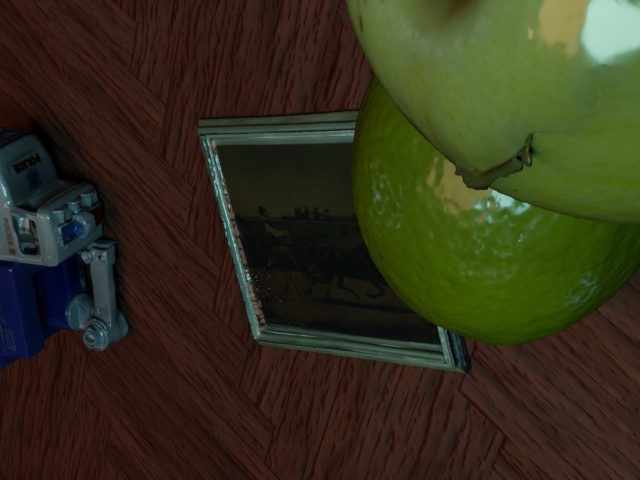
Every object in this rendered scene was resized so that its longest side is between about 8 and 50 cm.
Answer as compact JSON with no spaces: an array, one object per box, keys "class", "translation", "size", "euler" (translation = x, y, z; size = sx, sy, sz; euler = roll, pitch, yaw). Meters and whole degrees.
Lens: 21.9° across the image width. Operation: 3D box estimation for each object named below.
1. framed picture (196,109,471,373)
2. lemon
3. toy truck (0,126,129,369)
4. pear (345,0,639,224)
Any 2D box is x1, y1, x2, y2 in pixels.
[{"class":"framed picture","translation":[0.000,0.000,1.234],"size":[0.252,0.014,0.197],"euler":[2,111,51]},{"class":"lemon","translation":[0.105,-0.035,0.940],"size":[0.184,0.184,0.248],"euler":[38,136,33]},{"class":"toy truck","translation":[-0.272,0.006,1.491],"size":[0.177,0.161,0.213],"euler":[7,116,29]},{"class":"pear","translation":[0.155,-0.154,0.717],"size":[0.309,0.309,0.309],"euler":[29,131,40]}]
